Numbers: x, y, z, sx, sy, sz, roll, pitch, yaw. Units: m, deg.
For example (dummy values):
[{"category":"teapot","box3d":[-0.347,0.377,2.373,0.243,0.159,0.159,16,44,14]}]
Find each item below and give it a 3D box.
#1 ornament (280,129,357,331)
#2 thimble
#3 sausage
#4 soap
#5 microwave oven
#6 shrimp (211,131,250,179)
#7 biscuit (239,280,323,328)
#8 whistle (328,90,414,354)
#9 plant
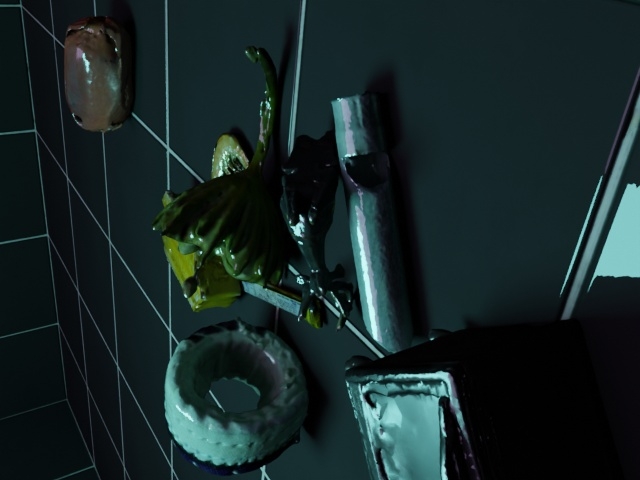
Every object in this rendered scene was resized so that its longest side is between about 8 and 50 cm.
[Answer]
[{"category":"ornament","box3d":[0.000,0.000,0.857,0.202,0.080,0.236,-82,-15,-52]},{"category":"thimble","box3d":[-0.134,0.255,1.062,0.237,0.237,0.150,54,145,33]},{"category":"sausage","box3d":[-0.508,-0.378,1.500,0.152,0.152,0.280,51,142,36]},{"category":"soap","box3d":[-0.231,0.026,1.239,0.257,0.080,0.160,49,141,47]},{"category":"microwave oven","box3d":[0.146,0.211,0.608,0.178,0.188,0.247,-21,83,59]},{"category":"shrimp","box3d":[-0.152,-0.097,1.137,0.124,0.034,0.178,41,130,36]},{"category":"biscuit","box3d":[-0.081,0.091,1.091,0.292,0.026,0.048,16,114,57]},{"category":"whistle","box3d":[0.064,-0.018,0.781,0.062,0.062,0.312,2,103,58]},{"category":"plant","box3d":[-0.089,-0.077,0.984,0.180,0.251,0.333,40,98,21]}]
